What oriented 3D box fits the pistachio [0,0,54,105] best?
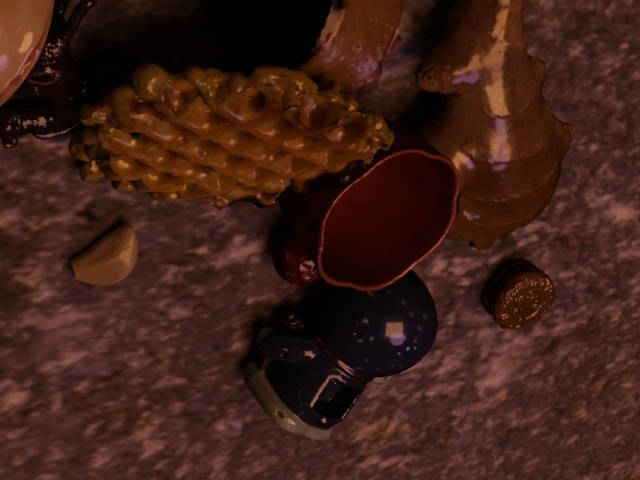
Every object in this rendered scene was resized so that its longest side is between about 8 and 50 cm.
[{"bbox_3d":[-0.359,-0.173,1.315,0.318,0.214,0.193,-48,177,13],"label":"pistachio"}]

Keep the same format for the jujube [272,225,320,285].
[{"bbox_3d":[0.000,0.000,1.843,0.129,0.077,0.077,-39,140,-23],"label":"jujube"}]

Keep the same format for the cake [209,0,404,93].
[{"bbox_3d":[0.012,-0.233,1.567,0.178,0.185,0.207,4,103,-45],"label":"cake"}]

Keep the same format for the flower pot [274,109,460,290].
[{"bbox_3d":[0.035,-0.065,1.734,0.191,0.173,0.190,-20,134,-22],"label":"flower pot"}]

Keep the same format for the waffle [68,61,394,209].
[{"bbox_3d":[-0.095,-0.098,1.555,0.307,0.060,0.312,9,161,-23],"label":"waffle"}]

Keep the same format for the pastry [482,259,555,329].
[{"bbox_3d":[0.272,0.075,2.132,0.097,0.057,0.109,-25,134,-13],"label":"pastry"}]

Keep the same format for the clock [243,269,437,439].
[{"bbox_3d":[0.037,0.129,1.928,0.243,0.146,0.200,-46,135,14],"label":"clock"}]

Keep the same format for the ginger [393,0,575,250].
[{"bbox_3d":[0.170,-0.149,1.838,0.236,0.166,0.375,-22,120,6],"label":"ginger"}]

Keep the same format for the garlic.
[{"bbox_3d":[-0.232,0.021,1.698,0.083,0.041,0.053,-31,133,-4],"label":"garlic"}]

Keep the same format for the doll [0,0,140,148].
[{"bbox_3d":[-0.261,-0.160,1.512,0.165,0.057,0.139,-37,142,0],"label":"doll"}]
